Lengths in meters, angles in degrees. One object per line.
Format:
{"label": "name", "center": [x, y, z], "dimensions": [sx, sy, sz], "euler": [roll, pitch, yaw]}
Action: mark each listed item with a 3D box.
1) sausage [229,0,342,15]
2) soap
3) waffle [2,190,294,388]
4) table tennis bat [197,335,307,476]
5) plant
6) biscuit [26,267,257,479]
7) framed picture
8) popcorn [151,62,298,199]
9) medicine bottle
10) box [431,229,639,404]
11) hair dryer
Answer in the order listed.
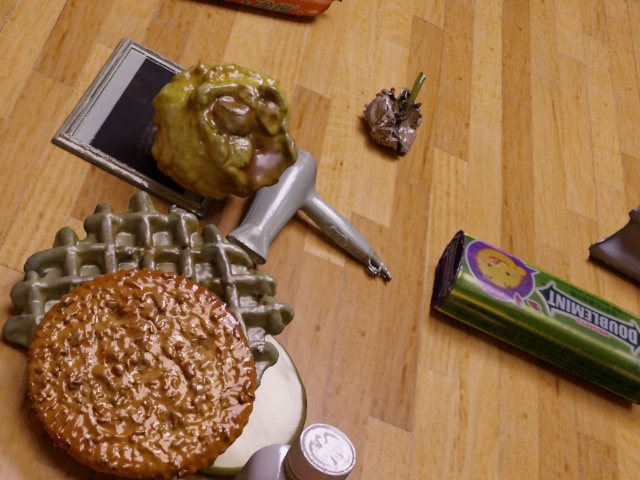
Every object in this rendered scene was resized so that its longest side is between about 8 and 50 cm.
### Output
{"label": "sausage", "center": [-0.097, -0.431, 2.168], "dimensions": [0.312, 0.093, 0.093], "euler": [7, 45, -30]}
{"label": "soap", "center": [0.614, -0.023, 2.163], "dimensions": [0.302, 0.159, 0.257], "euler": [30, 42, -7]}
{"label": "waffle", "center": [-0.199, 0.083, 1.514], "dimensions": [0.309, 0.056, 0.292], "euler": [37, 54, 13]}
{"label": "table tennis bat", "center": [-0.153, 0.123, 1.568], "dimensions": [0.224, 0.054, 0.368], "euler": [-8, 56, -32]}
{"label": "plant", "center": [0.133, -0.205, 2.066], "dimensions": [0.104, 0.122, 0.116], "euler": [27, 30, -25]}
{"label": "biscuit", "center": [-0.192, 0.140, 1.420], "dimensions": [0.254, 0.035, 0.254], "euler": [5, 59, -9]}
{"label": "framed picture", "center": [-0.225, -0.169, 1.856], "dimensions": [0.231, 0.018, 0.293], "euler": [27, 38, -7]}
{"label": "popcorn", "center": [-0.129, -0.144, 1.734], "dimensions": [0.198, 0.197, 0.155], "euler": [21, 11, -15]}
{"label": "medicine bottle", "center": [-0.030, 0.272, 1.381], "dimensions": [0.119, 0.183, 0.069], "euler": [22, 41, -13]}
{"label": "box", "center": [0.333, 0.110, 1.876], "dimensions": [0.346, 0.097, 0.134], "euler": [26, 38, -9]}
{"label": "hair dryer", "center": [0.000, 0.000, 1.810], "dimensions": [0.237, 0.075, 0.206], "euler": [35, 44, -10]}
